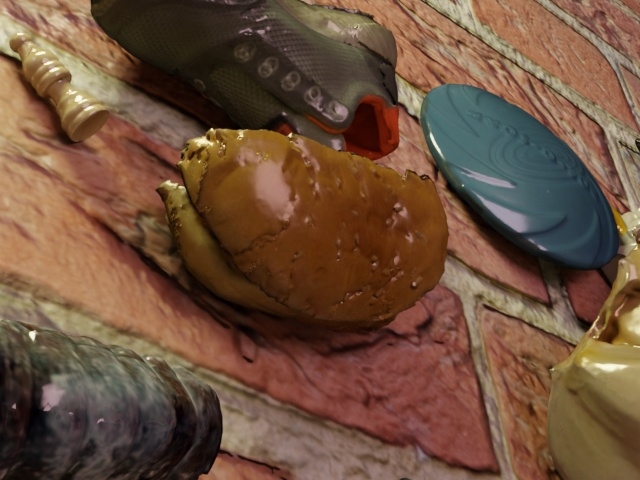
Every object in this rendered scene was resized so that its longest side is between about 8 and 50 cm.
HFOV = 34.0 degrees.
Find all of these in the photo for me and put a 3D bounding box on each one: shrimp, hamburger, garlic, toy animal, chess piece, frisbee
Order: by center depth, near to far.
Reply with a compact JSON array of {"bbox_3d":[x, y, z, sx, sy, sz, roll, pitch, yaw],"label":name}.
[{"bbox_3d":[-0.202,0.067,0.467,0.410,0.166,0.221,14,72,-35],"label":"shrimp"},{"bbox_3d":[-0.198,-0.118,0.772,0.092,0.035,0.035,49,32,8],"label":"chess piece"},{"bbox_3d":[0.000,0.000,0.793,0.262,0.124,0.131,15,45,-39],"label":"hamburger"},{"bbox_3d":[0.330,0.135,0.946,0.203,0.185,0.281,25,60,29],"label":"garlic"},{"bbox_3d":[0.242,-0.089,1.207,0.289,0.049,0.289,25,37,-21],"label":"frisbee"},{"bbox_3d":[0.406,0.012,1.309,0.181,0.131,0.127,-35,116,-50],"label":"toy animal"}]

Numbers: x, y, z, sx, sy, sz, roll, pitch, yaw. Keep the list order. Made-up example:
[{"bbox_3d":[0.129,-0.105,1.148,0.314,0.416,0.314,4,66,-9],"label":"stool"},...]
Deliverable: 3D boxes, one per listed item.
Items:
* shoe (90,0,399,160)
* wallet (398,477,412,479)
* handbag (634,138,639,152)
[{"bbox_3d":[-0.045,-0.126,0.890,0.336,0.132,0.171,10,58,-48],"label":"shoe"},{"bbox_3d":[0.125,0.323,0.669,0.251,0.054,0.290,34,40,-14],"label":"wallet"},{"bbox_3d":[0.501,-0.027,1.234,0.211,0.089,0.254,43,-4,-33],"label":"handbag"}]
